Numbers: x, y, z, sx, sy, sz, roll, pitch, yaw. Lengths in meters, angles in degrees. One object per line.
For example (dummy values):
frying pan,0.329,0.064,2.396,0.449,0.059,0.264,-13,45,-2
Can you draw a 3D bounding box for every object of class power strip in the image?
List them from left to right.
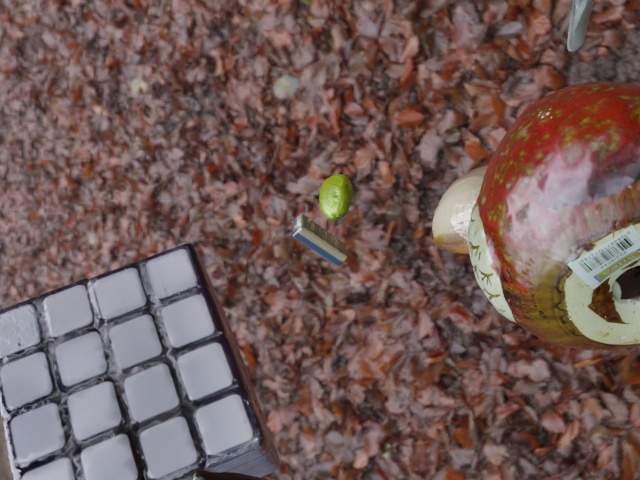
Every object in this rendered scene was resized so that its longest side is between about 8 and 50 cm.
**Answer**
power strip,0.000,0.000,1.317,0.032,0.123,0.056,-45,25,23

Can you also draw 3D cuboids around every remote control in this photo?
remote control,0.558,-0.510,1.394,0.045,0.097,0.256,27,153,24

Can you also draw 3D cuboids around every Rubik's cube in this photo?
Rubik's cube,-0.283,0.261,1.080,0.344,0.337,0.344,83,163,-63

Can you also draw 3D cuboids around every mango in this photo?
mango,0.033,-0.088,1.379,0.073,0.056,0.108,-20,49,24

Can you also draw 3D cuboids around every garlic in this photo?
garlic,0.247,-0.026,0.852,0.206,0.115,0.128,8,115,12

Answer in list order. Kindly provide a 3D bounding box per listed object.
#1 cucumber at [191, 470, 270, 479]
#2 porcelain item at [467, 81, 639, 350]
cucumber,-0.088,0.289,0.777,0.034,0.134,0.033,-52,38,9
porcelain item,0.245,-0.037,0.602,0.252,0.252,0.253,4,95,47
